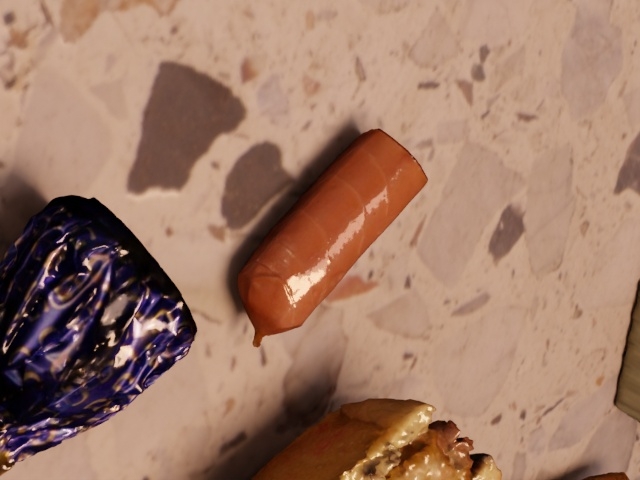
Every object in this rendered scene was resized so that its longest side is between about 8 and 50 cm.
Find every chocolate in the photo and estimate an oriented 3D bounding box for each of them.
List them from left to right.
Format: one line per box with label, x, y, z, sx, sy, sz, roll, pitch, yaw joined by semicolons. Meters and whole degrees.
chocolate;-0.224;0.132;1.033;0.343;0.126;0.148;-47;176;-13

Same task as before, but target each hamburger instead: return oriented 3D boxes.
hamburger;-0.009;0.232;1.255;0.282;0.245;0.155;-28;108;20

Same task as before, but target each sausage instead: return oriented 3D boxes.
sausage;0.000;-0.001;1.224;0.169;0.065;0.065;-49;135;-15

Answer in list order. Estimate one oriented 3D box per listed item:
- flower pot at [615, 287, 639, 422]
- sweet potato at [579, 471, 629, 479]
flower pot;0.409;0.112;1.580;0.239;0.189;0.209;30;88;-46
sweet potato;0.152;0.286;1.475;0.359;0.112;0.112;-27;126;-37
